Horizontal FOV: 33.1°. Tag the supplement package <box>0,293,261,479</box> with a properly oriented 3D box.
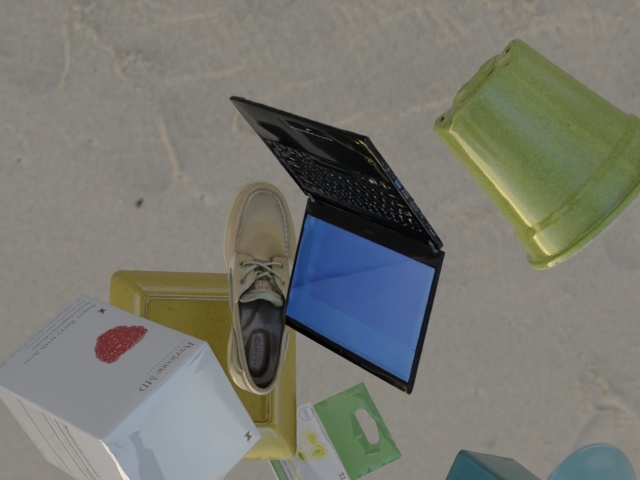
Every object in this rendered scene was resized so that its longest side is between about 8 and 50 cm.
[{"bbox_3d":[-0.253,0.211,1.375,0.293,0.177,0.175,13,138,45],"label":"supplement package"}]

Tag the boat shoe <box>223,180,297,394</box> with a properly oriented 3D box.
[{"bbox_3d":[-0.081,0.065,1.517,0.109,0.302,0.098,4,178,-13],"label":"boat shoe"}]

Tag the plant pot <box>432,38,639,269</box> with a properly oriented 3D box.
[{"bbox_3d":[0.311,-0.142,1.554,0.254,0.276,0.276,42,128,-5],"label":"plant pot"}]

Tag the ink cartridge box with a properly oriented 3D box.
[{"bbox_3d":[0.015,0.380,2.023,0.235,0.171,0.056,-24,161,-10],"label":"ink cartridge box"}]

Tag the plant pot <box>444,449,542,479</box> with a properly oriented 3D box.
[{"bbox_3d":[0.302,0.448,1.606,0.165,0.234,0.165,21,96,-48],"label":"plant pot"}]

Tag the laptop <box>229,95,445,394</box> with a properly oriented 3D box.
[{"bbox_3d":[0.000,0.000,1.135,0.234,0.136,0.264,24,159,48],"label":"laptop"}]

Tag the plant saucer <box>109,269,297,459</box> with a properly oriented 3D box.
[{"bbox_3d":[-0.200,0.209,1.861,0.332,0.333,0.081,2,166,-10],"label":"plant saucer"}]

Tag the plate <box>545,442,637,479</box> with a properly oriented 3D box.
[{"bbox_3d":[0.192,0.241,0.779,0.024,0.188,0.188,12,141,44],"label":"plate"}]
